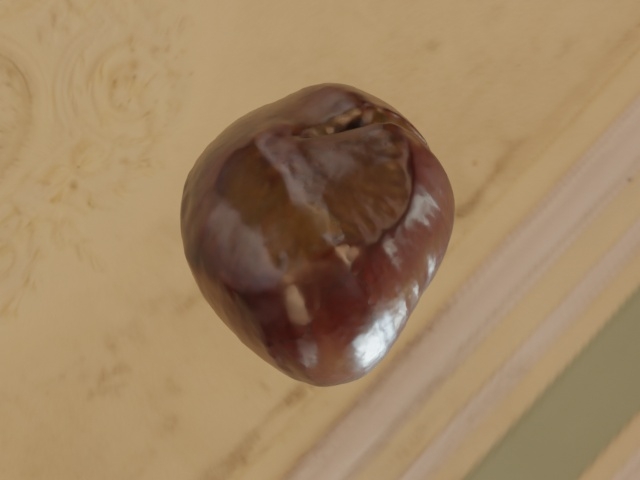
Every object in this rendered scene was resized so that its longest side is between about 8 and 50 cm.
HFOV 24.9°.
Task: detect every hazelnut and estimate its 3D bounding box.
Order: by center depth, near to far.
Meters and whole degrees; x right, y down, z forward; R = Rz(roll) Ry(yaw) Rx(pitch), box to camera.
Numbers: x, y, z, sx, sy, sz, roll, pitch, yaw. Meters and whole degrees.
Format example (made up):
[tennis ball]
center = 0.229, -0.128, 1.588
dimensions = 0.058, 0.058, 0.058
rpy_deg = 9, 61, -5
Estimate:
[hazelnut]
center = 0.000, 0.000, 1.143
dimensions = 0.217, 0.251, 0.217
rpy_deg = -1, -49, -1
